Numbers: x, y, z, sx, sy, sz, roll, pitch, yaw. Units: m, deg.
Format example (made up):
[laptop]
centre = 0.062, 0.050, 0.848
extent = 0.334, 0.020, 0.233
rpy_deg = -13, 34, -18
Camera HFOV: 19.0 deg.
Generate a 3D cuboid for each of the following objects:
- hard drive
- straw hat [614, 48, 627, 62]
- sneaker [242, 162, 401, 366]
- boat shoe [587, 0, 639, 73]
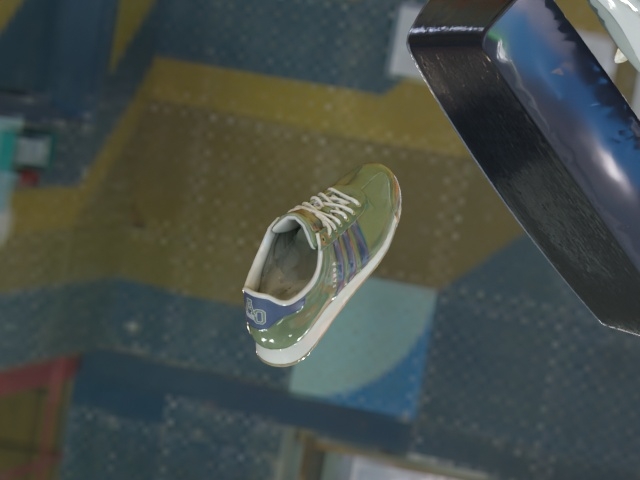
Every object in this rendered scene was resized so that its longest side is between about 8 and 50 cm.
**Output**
[hard drive]
centre = 0.154, -0.041, 1.157
extent = 0.255, 0.054, 0.172
rpy_deg = 53, 169, -16
[straw hat]
centre = 0.308, -0.177, 1.567
extent = 0.061, 0.144, 0.144
rpy_deg = 42, -164, 13
[sneaker]
centre = 0.000, 0.000, 1.481
extent = 0.064, 0.192, 0.086
rpy_deg = 18, 152, 29
[boat shoe]
centre = 0.159, -0.176, 0.961
extent = 0.103, 0.118, 0.320
rpy_deg = -27, 126, 32
